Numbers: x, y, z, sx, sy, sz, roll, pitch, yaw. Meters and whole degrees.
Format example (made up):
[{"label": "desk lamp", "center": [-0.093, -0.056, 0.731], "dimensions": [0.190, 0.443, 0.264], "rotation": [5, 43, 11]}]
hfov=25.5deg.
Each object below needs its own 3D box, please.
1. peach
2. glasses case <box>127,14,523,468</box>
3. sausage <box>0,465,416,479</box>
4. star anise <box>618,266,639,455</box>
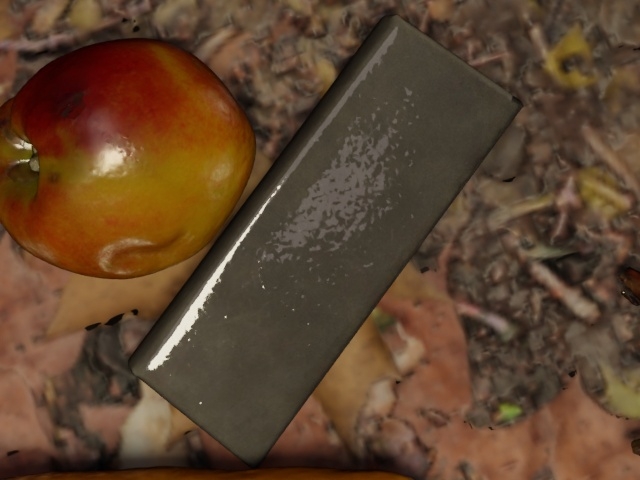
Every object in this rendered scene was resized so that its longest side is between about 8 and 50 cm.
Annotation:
[{"label": "peach", "center": [-0.079, -0.033, 0.580], "dimensions": [0.100, 0.101, 0.101], "rotation": [0, 87, 2]}, {"label": "glasses case", "center": [0.001, -0.001, 0.597], "dimensions": [0.072, 0.042, 0.191], "rotation": [37, 88, -3]}, {"label": "sausage", "center": [-0.065, 0.141, 0.568], "dimensions": [0.238, 0.098, 0.098], "rotation": [-2, 86, 0]}, {"label": "star anise", "center": [0.199, 0.115, 0.577], "dimensions": [0.212, 0.053, 0.157], "rotation": [21, 87, 2]}]
